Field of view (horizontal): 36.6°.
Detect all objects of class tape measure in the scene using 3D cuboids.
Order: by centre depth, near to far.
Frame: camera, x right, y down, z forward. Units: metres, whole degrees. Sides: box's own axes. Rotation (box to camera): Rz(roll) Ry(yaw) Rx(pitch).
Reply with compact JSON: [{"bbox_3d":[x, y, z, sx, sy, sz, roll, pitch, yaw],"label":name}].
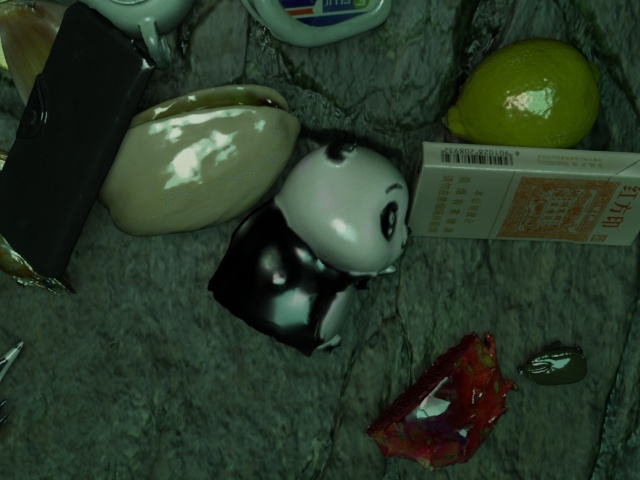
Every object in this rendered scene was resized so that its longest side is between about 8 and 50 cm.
[{"bbox_3d":[-0.016,-0.411,1.412,0.243,0.125,0.246,-9,119,-19],"label":"tape measure"}]

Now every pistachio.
[{"bbox_3d":[-0.185,-0.123,1.432,0.332,0.207,0.226,-18,139,6],"label":"pistachio"}]

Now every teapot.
[{"bbox_3d":[-0.275,-0.395,1.433,0.193,0.129,0.294,-16,97,1],"label":"teapot"}]

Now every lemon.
[{"bbox_3d":[0.308,-0.206,1.451,0.248,0.184,0.184,-20,97,1],"label":"lemon"}]

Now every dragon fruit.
[{"bbox_3d":[0.216,0.283,1.534,0.274,0.126,0.161,-43,96,4],"label":"dragon fruit"}]

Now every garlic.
[{"bbox_3d":[-0.392,-0.240,1.465,0.148,0.128,0.266,2,106,30],"label":"garlic"}]

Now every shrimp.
[{"bbox_3d":[-0.482,-0.036,1.513,0.296,0.058,0.169,33,93,-2],"label":"shrimp"}]

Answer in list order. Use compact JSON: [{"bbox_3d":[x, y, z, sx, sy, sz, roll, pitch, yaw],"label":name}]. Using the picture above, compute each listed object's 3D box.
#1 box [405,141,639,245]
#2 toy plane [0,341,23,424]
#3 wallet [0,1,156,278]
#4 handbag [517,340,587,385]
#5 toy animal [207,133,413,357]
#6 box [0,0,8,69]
[{"bbox_3d":[0.321,-0.066,1.464,0.365,0.204,0.051,2,60,-2],"label":"box"},{"bbox_3d":[-0.551,0.250,1.539,0.160,0.082,0.234,43,79,4],"label":"toy plane"},{"bbox_3d":[-0.362,-0.146,1.377,0.197,0.051,0.377,42,114,28],"label":"wallet"},{"bbox_3d":[0.377,0.203,1.568,0.111,0.047,0.072,-9,103,-1],"label":"handbag"},{"bbox_3d":[0.000,0.000,1.438,0.251,0.251,0.310,31,91,-5],"label":"toy animal"},{"bbox_3d":[-0.490,-0.412,1.466,0.152,0.043,0.269,24,96,-5],"label":"box"}]
